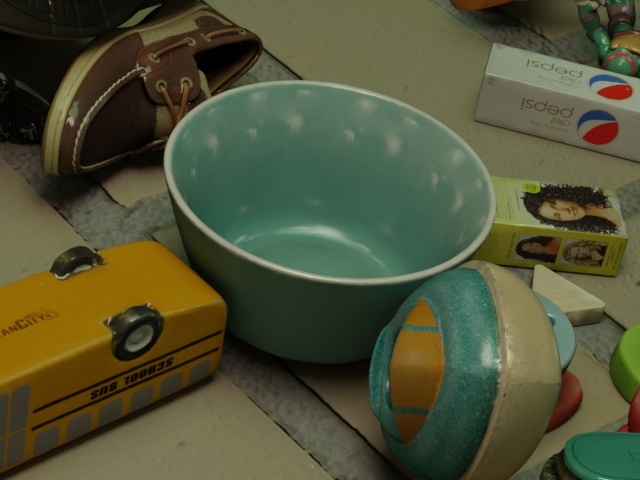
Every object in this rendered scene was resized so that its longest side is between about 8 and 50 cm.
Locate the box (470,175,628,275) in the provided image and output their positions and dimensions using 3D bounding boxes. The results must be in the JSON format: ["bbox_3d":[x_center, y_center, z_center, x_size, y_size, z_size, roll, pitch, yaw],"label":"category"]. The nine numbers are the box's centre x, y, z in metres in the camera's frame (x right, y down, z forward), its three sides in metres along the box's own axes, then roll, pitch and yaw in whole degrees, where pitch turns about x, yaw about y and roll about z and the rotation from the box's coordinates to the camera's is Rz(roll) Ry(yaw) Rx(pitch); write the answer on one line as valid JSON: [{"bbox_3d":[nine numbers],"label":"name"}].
[{"bbox_3d":[0.197,-0.020,1.815,0.232,0.058,0.087,5,38,-7],"label":"box"}]

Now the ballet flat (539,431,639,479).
[{"bbox_3d":[0.417,0.242,1.433,0.482,0.182,0.164,-3,21,1],"label":"ballet flat"}]

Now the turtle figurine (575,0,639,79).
[{"bbox_3d":[0.379,-0.243,2.098,0.175,0.118,0.234,26,27,8],"label":"turtle figurine"}]

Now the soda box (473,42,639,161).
[{"bbox_3d":[0.290,-0.157,2.004,0.216,0.069,0.074,14,38,5],"label":"soda box"}]

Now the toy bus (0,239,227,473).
[{"bbox_3d":[-0.241,0.104,1.488,0.332,0.130,0.108,-23,50,-36],"label":"toy bus"}]

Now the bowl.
[{"bbox_3d":[0.000,0.000,1.654,0.311,0.163,0.312,6,38,-5],"label":"bowl"}]

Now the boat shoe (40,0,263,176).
[{"bbox_3d":[-0.166,-0.155,1.823,0.123,0.123,0.342,21,32,16],"label":"boat shoe"}]

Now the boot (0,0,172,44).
[{"bbox_3d":[-0.321,-0.271,1.826,0.284,0.138,0.377,-6,14,33],"label":"boot"}]

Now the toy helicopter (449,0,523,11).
[{"bbox_3d":[0.291,-0.384,2.115,0.140,0.355,0.235,45,50,-20],"label":"toy helicopter"}]

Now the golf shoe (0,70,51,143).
[{"bbox_3d":[-0.359,-0.168,1.851,0.198,0.077,0.094,20,38,10],"label":"golf shoe"}]

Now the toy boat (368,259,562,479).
[{"bbox_3d":[0.092,0.172,1.403,0.148,0.267,0.318,9,79,-11],"label":"toy boat"}]

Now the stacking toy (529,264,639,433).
[{"bbox_3d":[0.267,0.099,1.622,0.309,0.130,0.279,25,40,17],"label":"stacking toy"}]
